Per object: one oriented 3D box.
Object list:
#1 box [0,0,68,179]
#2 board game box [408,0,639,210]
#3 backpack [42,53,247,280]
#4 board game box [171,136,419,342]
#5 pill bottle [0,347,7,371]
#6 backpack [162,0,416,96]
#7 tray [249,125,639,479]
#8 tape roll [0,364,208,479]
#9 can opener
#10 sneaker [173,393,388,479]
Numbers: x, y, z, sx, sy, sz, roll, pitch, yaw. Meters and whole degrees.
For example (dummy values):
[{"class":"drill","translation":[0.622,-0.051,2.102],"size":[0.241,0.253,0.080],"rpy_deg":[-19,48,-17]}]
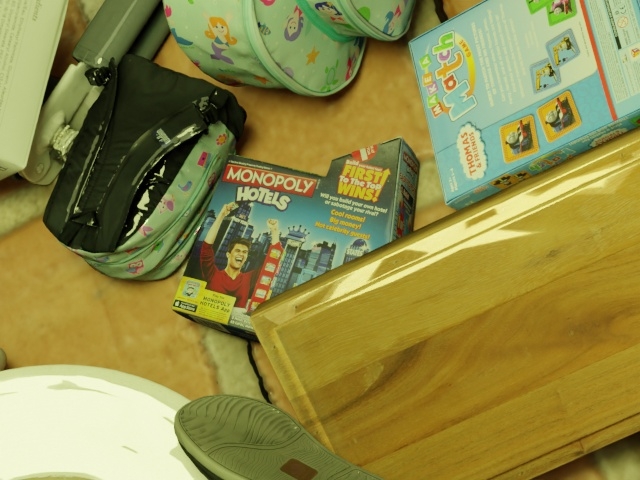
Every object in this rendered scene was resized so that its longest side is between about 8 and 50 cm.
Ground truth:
[{"class":"box","translation":[-0.327,-0.148,1.503],"size":[0.181,0.119,0.181],"rpy_deg":[-17,58,57]},{"class":"board game box","translation":[0.179,-0.136,1.378],"size":[0.211,0.039,0.160],"rpy_deg":[-26,63,31]},{"class":"backpack","translation":[-0.152,-0.056,1.458],"size":[0.152,0.115,0.182],"rpy_deg":[20,79,36]},{"class":"board game box","translation":[0.000,0.000,1.414],"size":[0.194,0.060,0.194],"rpy_deg":[15,76,23]},{"class":"pill bottle","translation":[-0.390,0.187,1.428],"size":[0.152,0.152,0.272],"rpy_deg":[19,77,24]},{"class":"backpack","translation":[-0.019,-0.249,1.425],"size":[0.191,0.225,0.253],"rpy_deg":[15,80,29]},{"class":"tray","translation":[0.176,0.058,1.275],"size":[0.411,0.076,0.202],"rpy_deg":[-25,95,9]},{"class":"tape roll","translation":[-0.204,0.289,1.300],"size":[0.392,0.072,0.392],"rpy_deg":[1,72,-2]},{"class":"can opener","translation":[-0.204,-0.174,1.541],"size":[0.093,0.074,0.280],"rpy_deg":[32,83,26]},{"class":"sneaker","translation":[-0.026,0.208,1.261],"size":[0.222,0.118,0.083],"rpy_deg":[29,42,31]}]
